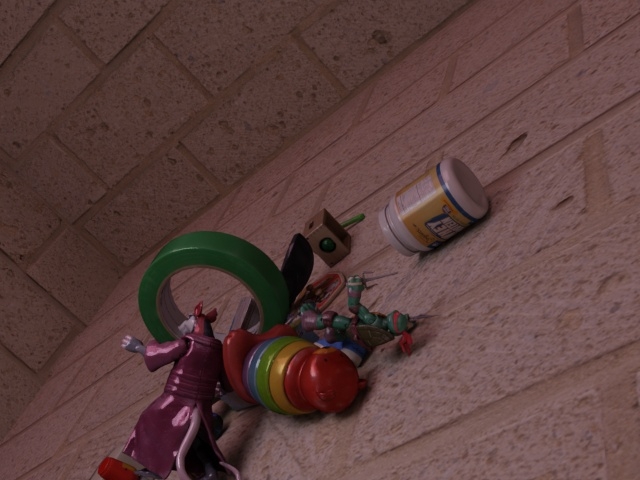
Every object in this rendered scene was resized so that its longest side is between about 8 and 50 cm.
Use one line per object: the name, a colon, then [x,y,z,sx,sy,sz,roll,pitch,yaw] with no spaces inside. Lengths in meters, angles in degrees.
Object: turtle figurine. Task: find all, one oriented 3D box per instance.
turtle figurine: [0.087,0.142,1.499,0.234,0.175,0.118,-12,41,35]

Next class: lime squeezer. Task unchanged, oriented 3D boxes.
lime squeezer: [0.001,-0.027,2.352,0.110,0.059,0.310,-52,17,-26]

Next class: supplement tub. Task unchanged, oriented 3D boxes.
supplement tub: [0.236,-0.067,1.719,0.200,0.144,0.144,-36,18,29]

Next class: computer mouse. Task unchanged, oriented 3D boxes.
computer mouse: [-0.068,0.107,2.032,0.188,0.072,0.272,-64,-7,-59]

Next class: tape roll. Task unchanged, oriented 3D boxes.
tape roll: [-0.230,0.135,1.768,0.321,0.321,0.077,-36,18,26]

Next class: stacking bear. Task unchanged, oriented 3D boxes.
stacking bear: [-0.039,0.257,1.561,0.175,0.164,0.289,-2,1,-37]

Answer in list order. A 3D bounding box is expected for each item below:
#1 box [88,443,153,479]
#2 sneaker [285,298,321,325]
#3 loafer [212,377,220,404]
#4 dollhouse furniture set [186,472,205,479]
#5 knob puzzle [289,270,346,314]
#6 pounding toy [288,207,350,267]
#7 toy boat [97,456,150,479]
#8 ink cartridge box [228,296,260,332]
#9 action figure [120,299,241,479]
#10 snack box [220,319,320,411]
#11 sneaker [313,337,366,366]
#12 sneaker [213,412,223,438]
box: [-0.500,0.612,1.859,0.094,0.113,0.275,-29,20,45]
sneaker: [-0.055,0.199,1.919,0.135,0.058,0.052,-35,31,12]
loafer: [-0.246,0.335,1.948,0.268,0.102,0.092,-41,-35,-51]
dollhouse furniture set: [-0.301,0.476,1.766,0.091,0.081,0.114,-44,16,0]
knob puzzle: [-0.012,0.135,2.022,0.213,0.030,0.213,-40,16,14]
pounding toy: [0.000,0.000,2.150,0.100,0.130,0.141,-39,17,18]
toy boat: [-0.408,0.588,1.683,0.267,0.148,0.318,-44,23,18]
ink cartridge box: [-0.182,0.204,2.103,0.180,0.060,0.104,165,126,-76]
action figure: [-0.274,0.301,1.643,0.276,0.248,0.370,-10,67,66]
snack box: [-0.120,0.283,1.836,0.207,0.070,0.174,-29,22,45]
sneaker: [0.048,0.203,1.645,0.084,0.058,0.152,-56,23,-19]
sneaker: [-0.301,0.434,1.885,0.221,0.083,0.087,-27,15,37]
